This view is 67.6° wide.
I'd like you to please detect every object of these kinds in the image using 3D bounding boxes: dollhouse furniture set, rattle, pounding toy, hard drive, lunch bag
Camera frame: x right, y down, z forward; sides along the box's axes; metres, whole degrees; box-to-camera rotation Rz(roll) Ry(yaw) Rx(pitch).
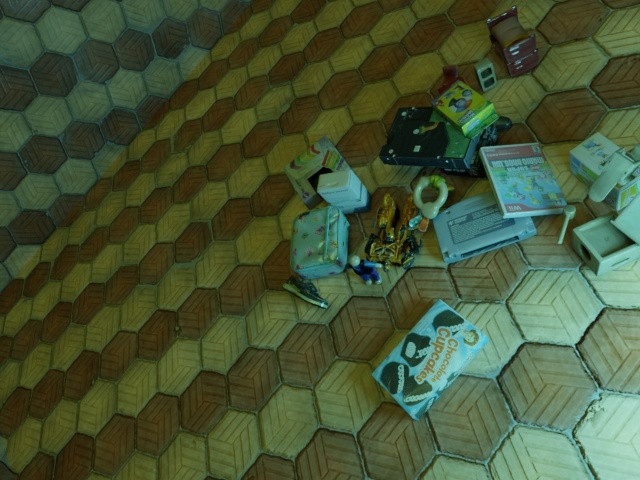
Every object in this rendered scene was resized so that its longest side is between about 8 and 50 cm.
[{"bbox_3d":[0.614,-0.694,1.833,0.374,0.152,0.201,-25,53,17],"label":"dollhouse furniture set"},{"bbox_3d":[0.390,-0.118,1.668,0.130,0.143,0.199,4,82,23],"label":"rattle"},{"bbox_3d":[0.954,-0.141,1.283,0.356,0.173,0.303,-25,59,-26],"label":"dollhouse furniture set"},{"bbox_3d":[0.763,-0.006,1.364,0.181,0.094,0.206,-25,52,5],"label":"pounding toy"},{"bbox_3d":[0.404,-0.378,1.736,0.339,0.064,0.236,9,68,38],"label":"hard drive"},{"bbox_3d":[0.000,0.000,1.832,0.224,0.108,0.279,-13,57,25],"label":"lunch bag"}]

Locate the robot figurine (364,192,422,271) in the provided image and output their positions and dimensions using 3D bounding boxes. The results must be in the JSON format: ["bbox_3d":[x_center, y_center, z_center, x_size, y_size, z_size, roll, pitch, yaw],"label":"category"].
[{"bbox_3d":[0.260,-0.028,1.704,0.211,0.085,0.291,2,64,34],"label":"robot figurine"}]

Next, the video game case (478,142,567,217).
[{"bbox_3d":[0.652,-0.201,1.549,0.204,0.025,0.285,-5,57,-1],"label":"video game case"}]

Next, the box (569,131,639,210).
[{"bbox_3d":[0.856,-0.206,1.421,0.103,0.114,0.203,-35,51,7],"label":"box"}]

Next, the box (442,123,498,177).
[{"bbox_3d":[0.534,-0.325,1.713,0.147,0.077,0.180,11,69,37],"label":"box"}]

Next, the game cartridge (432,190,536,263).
[{"bbox_3d":[0.529,-0.057,1.578,0.297,0.062,0.198,-21,50,20],"label":"game cartridge"}]

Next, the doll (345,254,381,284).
[{"bbox_3d":[0.149,0.096,1.630,0.129,0.189,0.046,-7,60,29],"label":"doll"}]

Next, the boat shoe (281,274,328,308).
[{"bbox_3d":[-0.052,0.186,1.774,0.224,0.080,0.073,20,80,43],"label":"boat shoe"}]

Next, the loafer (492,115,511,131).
[{"bbox_3d":[0.608,-0.437,1.745,0.170,0.061,0.062,8,67,34],"label":"loafer"}]

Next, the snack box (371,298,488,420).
[{"bbox_3d":[0.329,0.357,1.450,0.322,0.060,0.187,-48,50,-2],"label":"snack box"}]

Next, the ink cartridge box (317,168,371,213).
[{"bbox_3d":[0.093,-0.181,1.827,0.140,0.191,0.082,-5,61,29],"label":"ink cartridge box"}]

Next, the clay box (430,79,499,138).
[{"bbox_3d":[0.496,-0.452,1.643,0.127,0.053,0.222,-39,47,7],"label":"clay box"}]

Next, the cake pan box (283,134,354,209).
[{"bbox_3d":[-0.009,-0.290,2.038,0.246,0.070,0.266,-37,51,10],"label":"cake pan box"}]
